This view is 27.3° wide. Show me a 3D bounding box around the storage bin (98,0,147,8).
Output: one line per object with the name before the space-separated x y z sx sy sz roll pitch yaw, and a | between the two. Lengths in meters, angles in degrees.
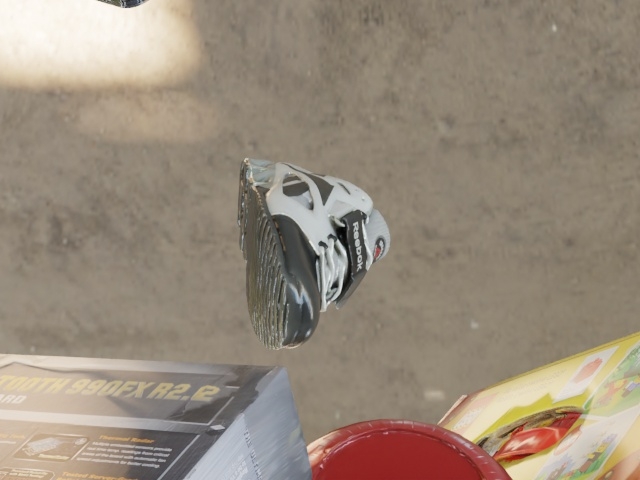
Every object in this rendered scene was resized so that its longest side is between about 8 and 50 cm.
storage bin | -0.268 -0.427 1.966 0.122 0.180 0.084 21 137 35

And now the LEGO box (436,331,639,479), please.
LEGO box | 0.264 0.264 0.911 0.372 0.193 0.500 44 159 -2

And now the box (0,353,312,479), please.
box | -0.145 0.108 0.481 0.231 0.183 0.056 0 114 26

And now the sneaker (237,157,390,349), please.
sneaker | 0.000 0.000 1.243 0.146 0.330 0.122 4 113 -7

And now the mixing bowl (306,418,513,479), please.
mixing bowl | 0.034 0.152 0.626 0.181 0.181 0.098 1 134 0
